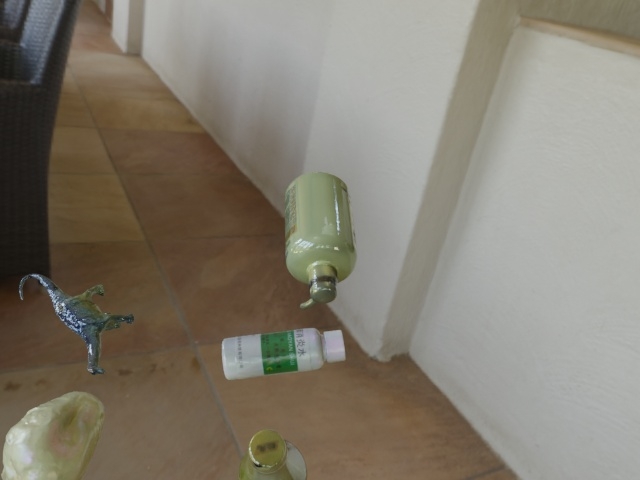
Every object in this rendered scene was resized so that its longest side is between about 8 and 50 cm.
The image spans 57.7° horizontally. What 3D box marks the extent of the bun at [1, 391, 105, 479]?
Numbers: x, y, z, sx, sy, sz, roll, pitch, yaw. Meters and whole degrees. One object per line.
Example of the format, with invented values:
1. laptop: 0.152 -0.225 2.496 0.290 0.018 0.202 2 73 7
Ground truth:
1. bun: -0.718 0.563 1.530 0.213 0.360 0.361 23 24 -10

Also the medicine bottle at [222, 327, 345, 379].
1. medicine bottle: -0.079 0.243 1.261 0.260 0.095 0.095 -5 28 -5

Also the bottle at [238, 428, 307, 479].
1. bottle: -0.054 0.265 0.667 0.083 0.269 0.083 2 60 -3

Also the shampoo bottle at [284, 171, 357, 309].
1. shampoo bottle: 0.000 0.000 0.644 0.079 0.079 0.161 7 45 -11

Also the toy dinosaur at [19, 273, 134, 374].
1. toy dinosaur: -0.518 0.164 1.276 0.363 0.076 0.147 37 30 30
